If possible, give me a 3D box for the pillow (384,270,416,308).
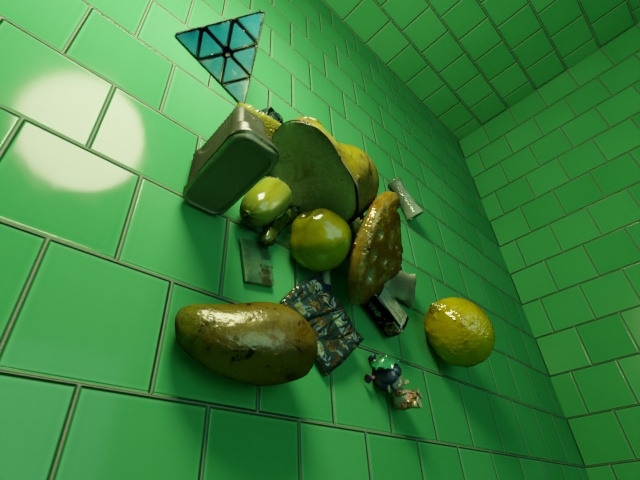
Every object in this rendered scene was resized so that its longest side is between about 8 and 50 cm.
[{"bbox_3d":[0.294,0.177,1.560,0.254,0.078,0.144,20,66,-44],"label":"pillow"}]

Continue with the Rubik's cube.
[{"bbox_3d":[-0.315,-0.663,1.416,0.229,0.228,0.233,30,-20,26],"label":"Rubik's cube"}]

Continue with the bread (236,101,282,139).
[{"bbox_3d":[-0.139,-0.317,1.361,0.362,0.077,0.138,21,89,-41],"label":"bread"}]

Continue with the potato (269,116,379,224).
[{"bbox_3d":[0.035,-0.245,1.357,0.397,0.290,0.296,53,41,-11],"label":"potato"}]

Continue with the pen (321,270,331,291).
[{"bbox_3d":[0.016,0.086,1.320,0.033,0.033,0.268,30,42,-35],"label":"pen"}]

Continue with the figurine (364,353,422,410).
[{"bbox_3d":[0.221,0.440,1.233,0.194,0.102,0.111,57,21,-5],"label":"figurine"}]

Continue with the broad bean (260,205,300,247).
[{"bbox_3d":[-0.123,-0.046,1.225,0.052,0.053,0.256,62,29,-15],"label":"broad bean"}]

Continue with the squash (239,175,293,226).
[{"bbox_3d":[-0.166,-0.104,1.168,0.123,0.123,0.186,50,34,-11],"label":"squash"}]

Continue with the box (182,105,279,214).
[{"bbox_3d":[-0.237,-0.215,1.042,0.138,0.274,0.178,30,36,-37],"label":"box"}]

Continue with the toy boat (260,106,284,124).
[{"bbox_3d":[-0.142,-0.375,1.460,0.246,0.103,0.092,39,27,-45],"label":"toy boat"}]

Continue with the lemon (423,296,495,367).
[{"bbox_3d":[0.537,0.351,1.572,0.310,0.254,0.253,48,35,-14],"label":"lemon"}]

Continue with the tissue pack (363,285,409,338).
[{"bbox_3d":[0.224,0.244,1.403,0.170,0.091,0.103,52,33,-5],"label":"tissue pack"}]

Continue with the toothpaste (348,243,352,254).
[{"bbox_3d":[0.113,0.028,1.482,0.314,0.056,0.058,37,79,-33],"label":"toothpaste"}]

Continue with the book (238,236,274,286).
[{"bbox_3d":[-0.174,0.060,1.113,0.103,0.017,0.134,17,50,-43],"label":"book"}]

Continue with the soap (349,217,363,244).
[{"bbox_3d":[0.136,-0.042,1.524,0.092,0.037,0.252,45,22,-21],"label":"soap"}]

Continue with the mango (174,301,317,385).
[{"bbox_3d":[-0.150,0.220,0.889,0.330,0.175,0.177,21,3,-42],"label":"mango"}]

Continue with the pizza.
[{"bbox_3d":[0.187,0.027,1.347,0.278,0.114,0.407,31,74,-54],"label":"pizza"}]

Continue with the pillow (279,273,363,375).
[{"bbox_3d":[0.005,0.233,1.159,0.189,0.034,0.255,-33,88,-43],"label":"pillow"}]

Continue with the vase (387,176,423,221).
[{"bbox_3d":[0.424,-0.212,2.035,0.096,0.096,0.219,-12,70,-55],"label":"vase"}]

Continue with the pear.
[{"bbox_3d":[0.001,0.000,1.237,0.198,0.198,0.198,32,41,-33],"label":"pear"}]
